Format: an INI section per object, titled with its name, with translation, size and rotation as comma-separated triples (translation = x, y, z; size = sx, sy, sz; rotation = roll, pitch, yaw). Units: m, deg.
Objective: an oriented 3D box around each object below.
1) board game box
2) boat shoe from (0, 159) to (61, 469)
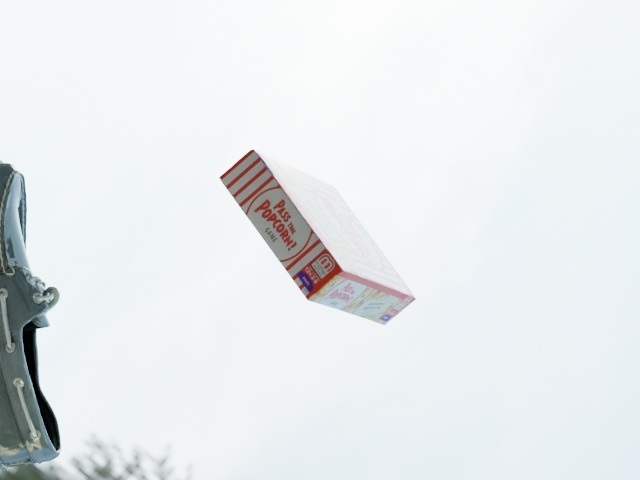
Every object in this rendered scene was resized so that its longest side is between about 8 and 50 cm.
[board game box]
translation = 0.000, 0.000, 1.764
size = 0.045, 0.193, 0.147
rotation = -41, -111, 12
[boat shoe]
translation = -0.309, 0.075, 1.956
size = 0.099, 0.116, 0.319
rotation = 1, -92, 11
